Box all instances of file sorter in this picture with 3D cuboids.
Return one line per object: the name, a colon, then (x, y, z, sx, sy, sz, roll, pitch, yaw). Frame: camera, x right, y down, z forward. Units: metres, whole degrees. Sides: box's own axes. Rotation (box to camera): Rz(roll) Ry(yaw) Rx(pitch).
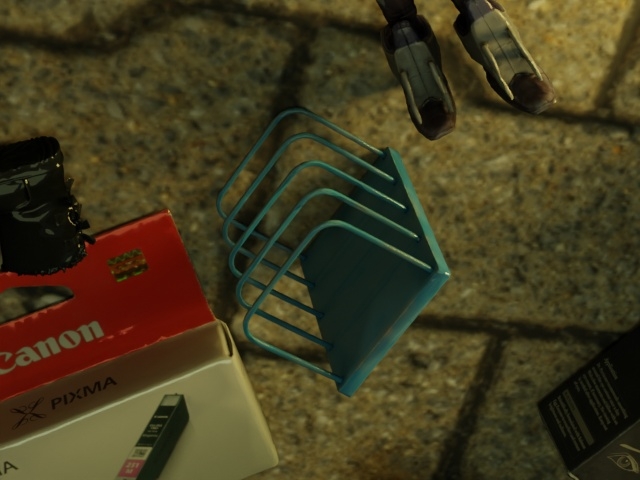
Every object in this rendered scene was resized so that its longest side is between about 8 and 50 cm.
file sorter: (0.000, 0.000, 1.165, 0.104, 0.170, 0.118, 28, 113, -26)

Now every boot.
boot: (-0.227, -0.018, 1.168, 0.121, 0.045, 0.099, -13, 129, -7)

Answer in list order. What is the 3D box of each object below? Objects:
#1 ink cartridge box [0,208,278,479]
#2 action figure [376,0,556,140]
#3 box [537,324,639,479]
ink cartridge box: (-0.197, 0.126, 1.267, 0.275, 0.060, 0.239, -21, 128, 0)
action figure: (0.056, -0.203, 1.084, 0.185, 0.099, 0.285, -23, 123, 13)
box: (0.301, 0.160, 1.403, 0.158, 0.093, 0.156, -40, 124, 15)
